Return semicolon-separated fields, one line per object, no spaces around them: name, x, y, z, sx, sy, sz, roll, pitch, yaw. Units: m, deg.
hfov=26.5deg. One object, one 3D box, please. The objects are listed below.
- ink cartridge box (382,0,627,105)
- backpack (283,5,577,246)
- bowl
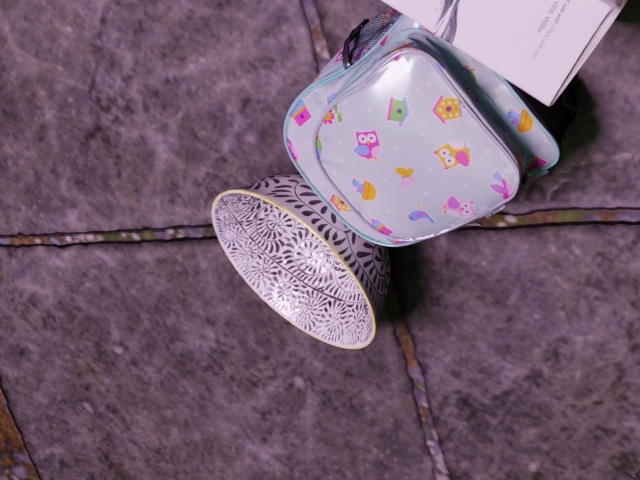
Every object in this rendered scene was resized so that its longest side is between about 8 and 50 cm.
ink cartridge box;0.106;-0.200;0.886;0.208;0.153;0.087;34;131;6
backpack;0.069;-0.081;0.992;0.166;0.144;0.188;47;133;-13
bowl;0.000;0.000;1.105;0.170;0.080;0.170;33;153;19
